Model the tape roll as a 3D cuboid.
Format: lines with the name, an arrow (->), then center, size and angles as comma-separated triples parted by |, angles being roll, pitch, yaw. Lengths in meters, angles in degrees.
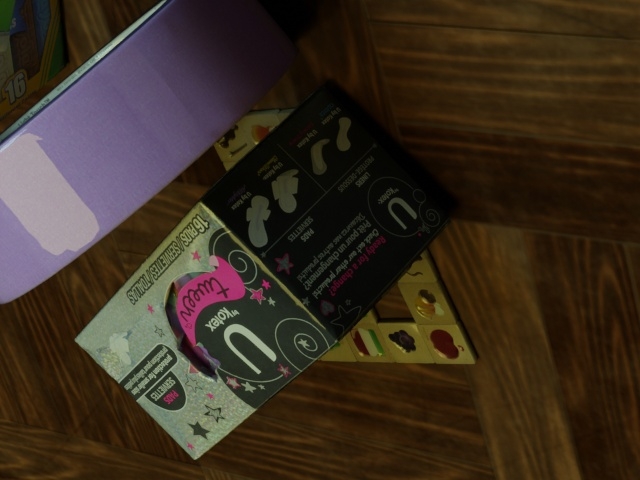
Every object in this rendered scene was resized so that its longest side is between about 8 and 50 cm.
tape roll -> -0.147, -0.077, 1.366 | 0.090, 0.275, 0.275 | 49, 141, -9

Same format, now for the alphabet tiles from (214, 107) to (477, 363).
alphabet tiles -> 0.000, 0.000, 1.529 | 0.198, 0.009, 0.237 | -1, 124, 41

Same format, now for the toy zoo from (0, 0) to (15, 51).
toy zoo -> -0.273, -0.295, 1.351 | 0.192, 0.030, 0.293 | 20, 106, 23

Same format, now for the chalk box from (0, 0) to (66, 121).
chalk box -> -0.289, -0.203, 1.486 | 0.132, 0.132, 0.213 | 24, 137, 22

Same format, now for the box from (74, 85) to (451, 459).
box -> -0.047, 0.032, 1.458 | 0.142, 0.163, 0.247 | 45, 142, -1
